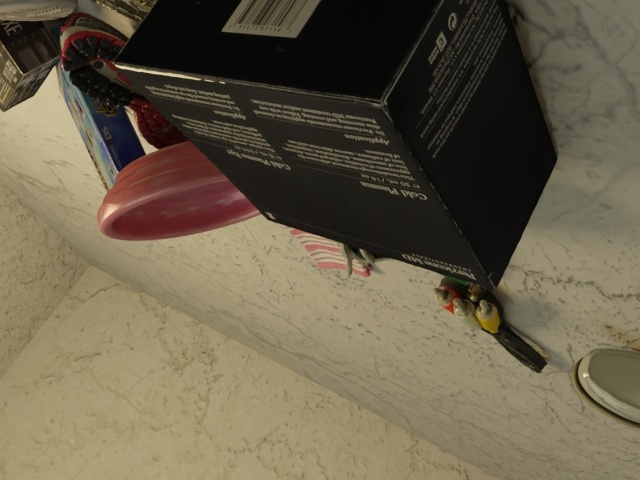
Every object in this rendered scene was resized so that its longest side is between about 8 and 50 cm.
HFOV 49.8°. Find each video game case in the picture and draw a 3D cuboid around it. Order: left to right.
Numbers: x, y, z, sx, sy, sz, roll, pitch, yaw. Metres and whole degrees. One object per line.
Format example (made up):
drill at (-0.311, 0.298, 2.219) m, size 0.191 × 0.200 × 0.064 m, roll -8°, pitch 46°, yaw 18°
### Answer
video game case at (-0.387, -0.206, 1.212) m, size 0.269 × 0.061 × 0.244 m, roll 64°, pitch 160°, yaw 4°

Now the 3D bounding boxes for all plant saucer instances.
plant saucer at (-0.198, -0.085, 1.126) m, size 0.332 × 0.332 × 0.084 m, roll 142°, pitch 113°, yaw -69°

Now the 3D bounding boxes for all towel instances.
towel at (0.000, 0.000, 1.330) m, size 0.144 × 0.029 × 0.197 m, roll 9°, pitch 149°, yaw 47°

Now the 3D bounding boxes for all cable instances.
cable at (0.285, 0.155, 1.192) m, size 0.139 × 0.072 × 0.287 m, roll 19°, pitch 157°, yaw 48°

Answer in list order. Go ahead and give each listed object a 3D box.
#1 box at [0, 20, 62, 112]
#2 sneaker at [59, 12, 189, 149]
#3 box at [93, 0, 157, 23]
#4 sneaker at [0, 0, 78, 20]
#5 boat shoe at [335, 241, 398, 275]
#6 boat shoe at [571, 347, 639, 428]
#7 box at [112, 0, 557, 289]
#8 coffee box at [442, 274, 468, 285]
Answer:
box at (-0.563, -0.366, 1.166) m, size 0.242 × 0.076 × 0.307 m, roll 58°, pitch 153°, yaw -14°
sneaker at (-0.272, -0.245, 1.084) m, size 0.299 × 0.121 × 0.112 m, roll 41°, pitch -163°, yaw -48°
box at (-0.217, -0.333, 0.811) m, size 0.180 × 0.077 × 0.147 m, roll 28°, pitch 160°, yaw 15°
sneaker at (-0.444, -0.382, 0.894) m, size 0.321 × 0.124 × 0.180 m, roll 13°, pitch 108°, yaw 29°
boat shoe at (0.070, -0.020, 0.939) m, size 0.367 × 0.156 × 0.136 m, roll 15°, pitch 131°, yaw 39°
boat shoe at (0.513, 0.221, 0.961) m, size 0.302 × 0.113 × 0.103 m, roll 19°, pitch 157°, yaw 9°
box at (0.026, -0.133, 0.723) m, size 0.343 × 0.179 × 0.312 m, roll 18°, pitch 160°, yaw 37°
coffee box at (0.153, -0.003, 1.073) m, size 0.184 × 0.040 × 0.113 m, roll 24°, pitch 158°, yaw 26°
